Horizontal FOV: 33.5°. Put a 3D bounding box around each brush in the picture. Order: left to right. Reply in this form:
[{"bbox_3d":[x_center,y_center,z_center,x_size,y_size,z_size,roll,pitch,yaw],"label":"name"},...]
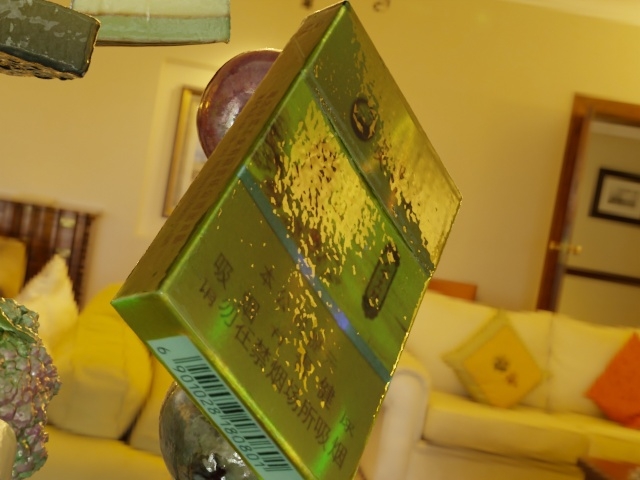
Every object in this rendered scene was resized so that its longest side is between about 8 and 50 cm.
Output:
[{"bbox_3d":[-0.288,-0.172,0.846,0.197,0.059,0.123,8,0,-43],"label":"brush"}]

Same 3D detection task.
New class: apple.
[{"bbox_3d":[-0.048,-0.119,1.069,0.153,0.153,0.120,10,13,10],"label":"apple"}]

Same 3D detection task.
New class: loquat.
[{"bbox_3d":[-0.106,0.240,1.300,0.179,0.179,0.227,8,24,-25],"label":"loquat"}]

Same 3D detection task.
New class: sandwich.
[{"bbox_3d":[-0.217,-0.308,1.378,0.187,0.117,0.144,1,13,2],"label":"sandwich"}]

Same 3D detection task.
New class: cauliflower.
[{"bbox_3d":[-0.466,0.195,1.379,0.239,0.256,0.315,27,-39,-30],"label":"cauliflower"}]

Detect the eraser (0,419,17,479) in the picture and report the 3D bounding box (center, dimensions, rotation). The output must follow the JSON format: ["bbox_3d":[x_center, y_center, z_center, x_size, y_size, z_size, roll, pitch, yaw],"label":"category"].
[{"bbox_3d":[-0.374,0.250,0.975,0.174,0.081,0.227,-22,17,-6],"label":"eraser"}]

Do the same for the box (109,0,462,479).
[{"bbox_3d":[0.000,0.000,0.448,0.030,0.193,0.121,-12,-55,36],"label":"box"}]
